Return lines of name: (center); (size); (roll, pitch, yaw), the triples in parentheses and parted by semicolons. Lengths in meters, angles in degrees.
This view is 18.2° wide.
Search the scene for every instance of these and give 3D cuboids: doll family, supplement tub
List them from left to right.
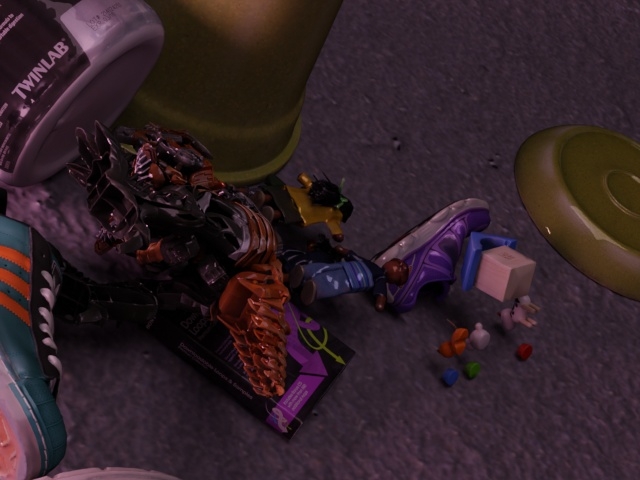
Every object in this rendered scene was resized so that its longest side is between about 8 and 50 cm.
supplement tub: (-0.302, -0.211, 1.666); (0.316, 0.193, 0.193); (43, 39, 7)
doll family: (0.000, 0.000, 1.771); (0.111, 0.076, 0.193); (-2, 54, -37)

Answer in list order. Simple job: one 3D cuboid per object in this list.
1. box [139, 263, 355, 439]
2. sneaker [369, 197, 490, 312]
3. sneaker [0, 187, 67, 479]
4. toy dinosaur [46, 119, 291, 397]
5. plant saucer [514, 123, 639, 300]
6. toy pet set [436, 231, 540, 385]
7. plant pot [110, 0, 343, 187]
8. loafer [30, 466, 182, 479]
box: (-0.061, 0.082, 1.679); (0.162, 0.029, 0.116); (36, 38, 3)
sneaker: (0.105, 0.017, 1.856); (0.170, 0.068, 0.071); (-36, 91, -41)
sneaker: (-0.234, 0.053, 1.477); (0.121, 0.108, 0.302); (-12, 46, -27)
toy dinosaur: (-0.105, -0.001, 1.602); (0.218, 0.164, 0.322); (8, 12, -37)
plant saucer: (0.314, -0.038, 2.072); (0.241, 0.037, 0.241); (20, 42, -19)
toy pet set: (0.143, 0.057, 1.815); (0.065, 0.114, 0.122); (30, 28, 36)
plant pot: (-0.085, -0.233, 1.800); (0.276, 0.254, 0.276); (21, 40, -19)
loafer: (-0.218, 0.233, 1.356); (0.319, 0.112, 0.111); (-11, 65, -36)
